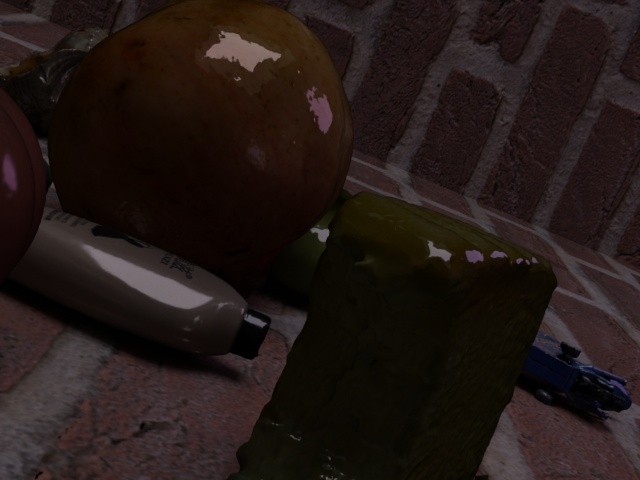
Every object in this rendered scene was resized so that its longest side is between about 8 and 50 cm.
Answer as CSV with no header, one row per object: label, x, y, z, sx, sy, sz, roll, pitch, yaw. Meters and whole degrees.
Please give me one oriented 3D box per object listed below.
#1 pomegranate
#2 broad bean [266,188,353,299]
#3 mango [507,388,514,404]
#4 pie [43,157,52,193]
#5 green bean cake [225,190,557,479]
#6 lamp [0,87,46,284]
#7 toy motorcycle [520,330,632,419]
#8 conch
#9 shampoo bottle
pomegranate,-0.114,-0.092,1.232,0.338,0.338,0.338,22,11,-5
broad bean,0.000,-0.001,1.460,0.238,0.119,0.291,22,12,-6
mango,0.140,0.103,1.280,0.137,0.091,0.237,40,5,-13
pie,-0.439,-0.119,1.267,0.306,0.071,0.306,21,11,-4
green bean cake,0.050,0.094,0.825,0.124,0.236,0.233,26,9,30
lamp,-0.334,-0.073,0.808,0.305,0.240,0.305,21,11,-4
toy motorcycle,0.287,0.156,1.444,0.205,0.076,0.114,28,5,20
conch,-0.394,-0.231,1.682,0.245,0.163,0.178,-4,-13,15
shampoo bottle,-0.167,0.041,1.033,0.257,0.078,0.127,24,10,-2
